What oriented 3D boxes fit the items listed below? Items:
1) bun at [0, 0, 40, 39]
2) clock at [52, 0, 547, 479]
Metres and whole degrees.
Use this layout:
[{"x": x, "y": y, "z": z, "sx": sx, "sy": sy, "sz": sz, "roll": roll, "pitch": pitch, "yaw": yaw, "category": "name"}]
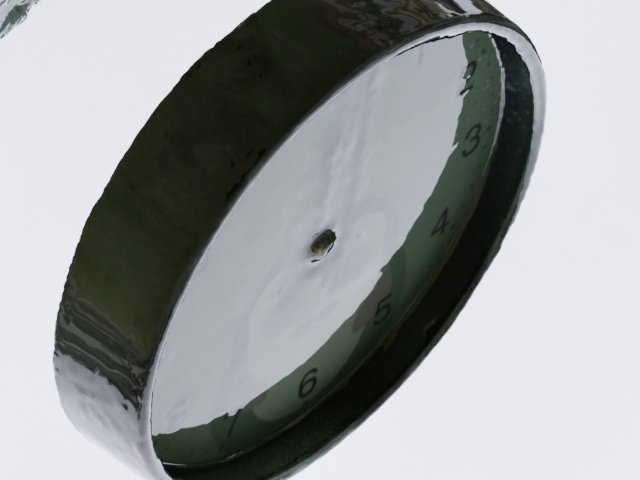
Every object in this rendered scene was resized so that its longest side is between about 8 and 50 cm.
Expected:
[{"x": -0.118, "y": -0.116, "z": 0.586, "sx": 0.083, "sy": 0.141, "sz": 0.141, "roll": 21, "pitch": -119, "yaw": 0, "category": "bun"}, {"x": -0.001, "y": 0.000, "z": 0.939, "sx": 0.066, "sy": 0.319, "sz": 0.319, "roll": 37, "pitch": -105, "yaw": 27, "category": "clock"}]
